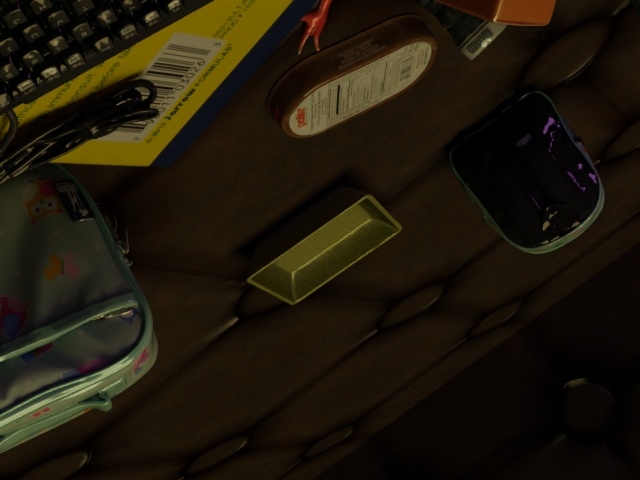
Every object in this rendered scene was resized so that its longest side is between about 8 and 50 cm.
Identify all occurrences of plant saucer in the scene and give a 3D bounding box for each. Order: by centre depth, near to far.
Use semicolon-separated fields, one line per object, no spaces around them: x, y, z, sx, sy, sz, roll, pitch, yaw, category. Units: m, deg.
0.000;0.000;1.457;0.188;0.045;0.188;-35;160;7;plant saucer

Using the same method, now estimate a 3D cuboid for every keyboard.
-0.157;-0.071;0.530;0.317;0.033;0.201;-29;159;-4;keyboard

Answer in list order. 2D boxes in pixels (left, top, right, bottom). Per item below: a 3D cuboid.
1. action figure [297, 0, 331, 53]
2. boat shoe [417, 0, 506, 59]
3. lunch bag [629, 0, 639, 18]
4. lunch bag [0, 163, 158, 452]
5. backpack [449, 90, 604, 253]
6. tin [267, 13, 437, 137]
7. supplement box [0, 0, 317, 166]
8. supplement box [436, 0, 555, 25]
0.041;-0.236;0.897;0.280;0.091;0.139;-12;135;-43;action figure
0.151;-0.241;1.113;0.065;0.083;0.183;-42;-175;25;boat shoe
0.414;-0.321;1.253;0.151;0.096;0.129;-26;161;12;lunch bag
-0.283;0.070;0.951;0.279;0.224;0.108;-26;159;-14;lunch bag
0.282;-0.076;1.486;0.166;0.188;0.144;-35;159;6;backpack
0.035;-0.167;1.146;0.190;0.040;0.106;-27;155;-13;tin
-0.190;-0.173;0.573;0.195;0.194;0.356;-44;157;29;supplement box
0.158;-0.287;0.852;0.080;0.078;0.233;-6;118;-43;supplement box
